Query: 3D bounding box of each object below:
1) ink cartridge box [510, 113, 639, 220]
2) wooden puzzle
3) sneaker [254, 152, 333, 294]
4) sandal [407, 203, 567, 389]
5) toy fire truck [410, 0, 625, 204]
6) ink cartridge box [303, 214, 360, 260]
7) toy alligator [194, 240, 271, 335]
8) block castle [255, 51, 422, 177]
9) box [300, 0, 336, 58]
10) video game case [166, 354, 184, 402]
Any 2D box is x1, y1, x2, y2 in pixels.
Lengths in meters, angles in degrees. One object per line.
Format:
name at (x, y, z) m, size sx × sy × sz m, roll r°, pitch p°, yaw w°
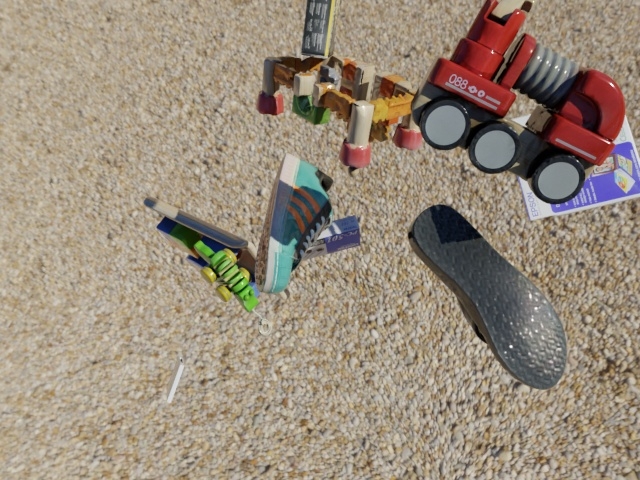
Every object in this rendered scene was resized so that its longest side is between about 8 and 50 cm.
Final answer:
ink cartridge box at (0.470, -0.155, 0.927) m, size 0.208 × 0.045 × 0.206 m, roll -13°, pitch 80°, yaw 14°
wooden puzzle at (-0.265, 0.043, 1.266) m, size 0.322 × 0.348 × 0.081 m, roll 23°, pitch 72°, yaw 25°
sneaker at (-0.035, -0.031, 0.869) m, size 0.121 × 0.108 × 0.302 m, roll 18°, pitch 51°, yaw -12°
sandal at (0.360, 0.114, 1.072) m, size 0.167 × 0.107 × 0.446 m, roll -34°, pitch 80°, yaw -13°
toy fire truck at (0.248, -0.203, 0.571) m, size 0.217 × 0.158 × 0.246 m, roll 26°, pitch 115°, yaw -2°
ink cartridge box at (0.000, 0.000, 1.293) m, size 0.207 × 0.097 × 0.046 m, roll -15°, pitch 62°, yaw -1°
toy alligator at (-0.128, 0.074, 0.775) m, size 0.056 × 0.051 × 0.190 m, roll -43°, pitch 101°, yaw -30°
block castle at (0.054, -0.372, 1.418) m, size 0.303 × 0.213 × 0.453 m, roll -23°, pitch 45°, yaw -36°
box at (0.017, -0.665, 1.321) m, size 0.079 × 0.322 × 0.257 m, roll 9°, pitch 23°, yaw 0°
video game case at (-0.344, 0.325, 1.167) m, size 0.011 × 0.122 × 0.087 m, roll 21°, pitch 82°, yaw -15°
